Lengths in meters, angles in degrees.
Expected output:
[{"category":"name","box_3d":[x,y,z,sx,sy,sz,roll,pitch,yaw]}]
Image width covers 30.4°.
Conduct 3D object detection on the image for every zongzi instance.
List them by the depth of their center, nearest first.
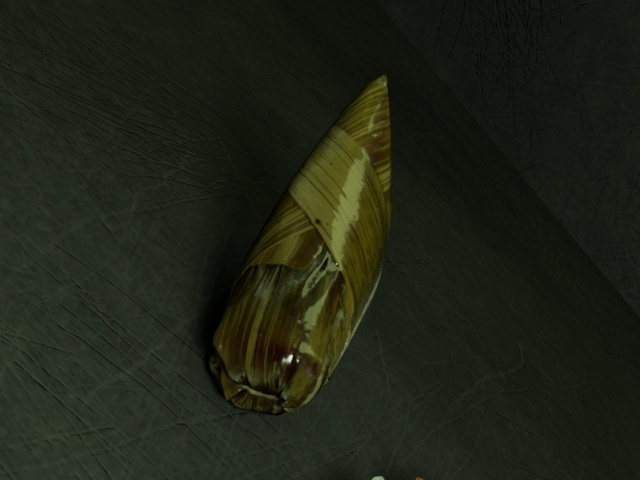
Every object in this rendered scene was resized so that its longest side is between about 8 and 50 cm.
[{"category":"zongzi","box_3d":[0.000,0.000,1.137,0.134,0.288,0.286,21,25,3]}]

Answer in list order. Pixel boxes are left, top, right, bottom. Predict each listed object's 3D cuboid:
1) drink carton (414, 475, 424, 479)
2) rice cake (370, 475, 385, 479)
[{"category":"drink carton","box_3d":[0.158,0.314,1.143,0.223,0.071,0.096,29,25,-35]},{"category":"rice cake","box_3d":[0.065,0.309,0.995,0.124,0.038,0.211,-15,61,-47]}]
